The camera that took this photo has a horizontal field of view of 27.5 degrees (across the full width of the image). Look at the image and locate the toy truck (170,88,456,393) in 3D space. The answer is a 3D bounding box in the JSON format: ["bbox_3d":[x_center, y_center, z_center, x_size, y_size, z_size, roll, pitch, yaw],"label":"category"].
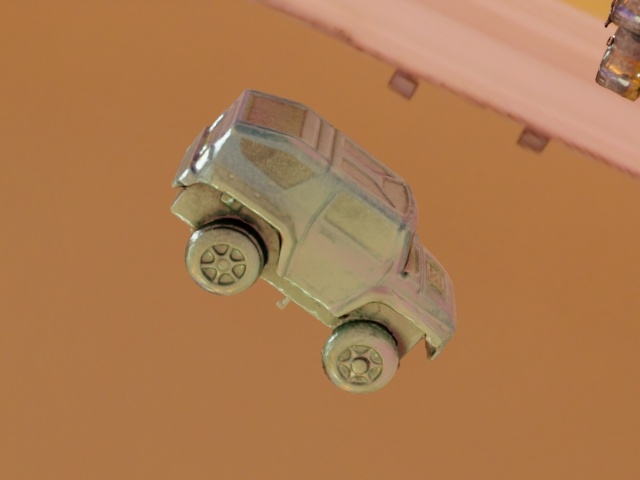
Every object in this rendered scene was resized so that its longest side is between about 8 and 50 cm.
[{"bbox_3d":[0.000,0.000,1.159,0.279,0.156,0.155,36,-159,-11],"label":"toy truck"}]

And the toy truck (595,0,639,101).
[{"bbox_3d":[0.200,-0.135,0.485,0.124,0.272,0.157,30,-106,15],"label":"toy truck"}]
